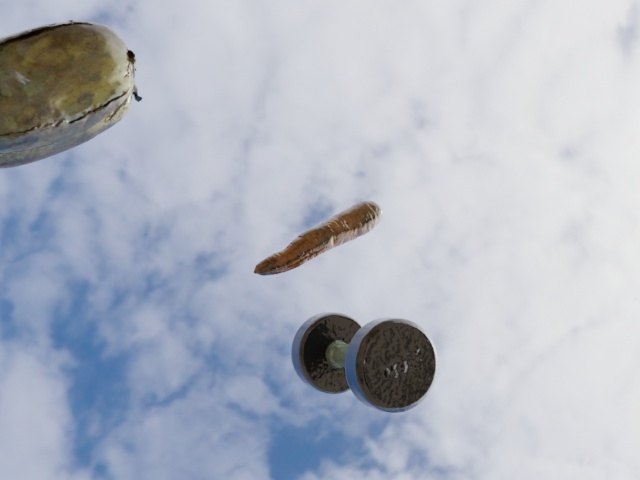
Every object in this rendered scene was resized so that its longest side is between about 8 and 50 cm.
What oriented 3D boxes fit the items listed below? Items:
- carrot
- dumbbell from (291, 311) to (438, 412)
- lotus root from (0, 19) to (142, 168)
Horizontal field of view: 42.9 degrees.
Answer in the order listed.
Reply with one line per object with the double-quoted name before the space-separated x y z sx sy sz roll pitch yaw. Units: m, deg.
"carrot" 0.000 -0.001 0.875 0.165 0.036 0.036 -27 -107 -24
"dumbbell" 0.044 0.134 0.925 0.100 0.191 0.100 1 -93 -23
"lotus root" -0.381 -0.192 1.084 0.152 0.275 0.160 -21 -84 60
